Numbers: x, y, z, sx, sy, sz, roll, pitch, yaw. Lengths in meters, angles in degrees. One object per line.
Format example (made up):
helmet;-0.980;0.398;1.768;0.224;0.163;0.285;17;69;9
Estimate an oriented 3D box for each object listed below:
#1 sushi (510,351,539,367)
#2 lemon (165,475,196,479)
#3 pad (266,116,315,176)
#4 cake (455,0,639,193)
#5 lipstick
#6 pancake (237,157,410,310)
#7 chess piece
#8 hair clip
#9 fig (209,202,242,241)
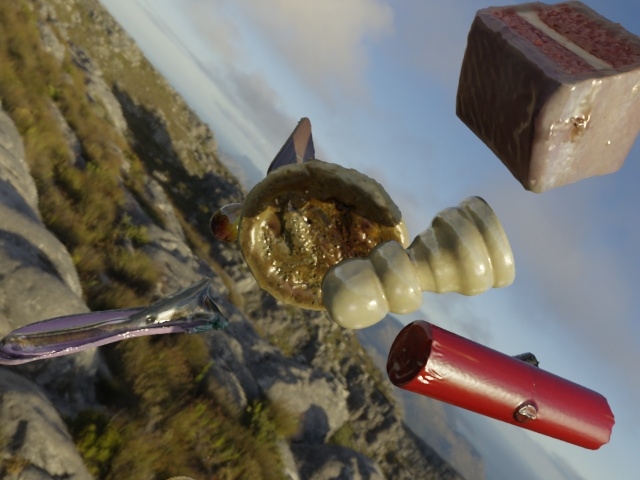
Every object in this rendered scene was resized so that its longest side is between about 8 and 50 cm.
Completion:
sushi;0.538;0.374;1.726;0.090;0.078;0.150;-172;-110;-72
lemon;-0.328;0.618;1.469;0.142;0.187;0.142;32;18;-12
pad;-0.057;-0.104;1.488;0.286;0.018;0.284;-65;155;-50
cake;0.405;-0.269;1.160;0.230;0.237;0.309;96;-24;-44
lipstick;0.195;0.156;0.685;0.280;0.073;0.073;23;12;-26
pancake;0.000;-0.001;1.288;0.356;0.356;0.065;47;26;-9
chess piece;0.147;0.054;1.060;0.167;0.300;0.167;157;-90;-88
hair clip;-0.327;0.130;1.023;0.110;0.359;0.095;62;-30;30
fig;-0.234;-0.061;1.802;0.103;0.155;0.109;42;16;-32
